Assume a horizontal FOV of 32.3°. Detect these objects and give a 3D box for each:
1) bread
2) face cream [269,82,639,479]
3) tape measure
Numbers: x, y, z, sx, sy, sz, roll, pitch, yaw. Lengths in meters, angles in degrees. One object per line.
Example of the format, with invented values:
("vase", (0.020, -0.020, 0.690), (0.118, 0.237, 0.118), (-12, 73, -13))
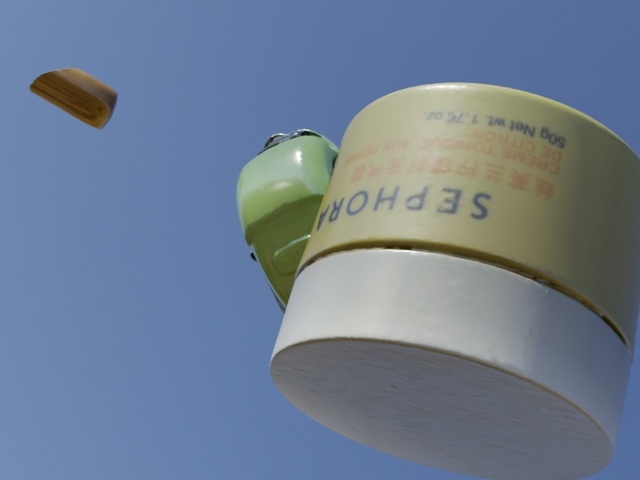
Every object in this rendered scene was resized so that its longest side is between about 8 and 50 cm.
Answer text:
("bread", (-0.302, -0.186, 1.374), (0.103, 0.062, 0.049), (30, -40, -12))
("face cream", (0.095, 0.032, 0.715), (0.218, 0.179, 0.218), (14, -26, 7))
("tape measure", (0.000, 0.000, 0.887), (0.106, 0.200, 0.175), (-25, -48, 18))
